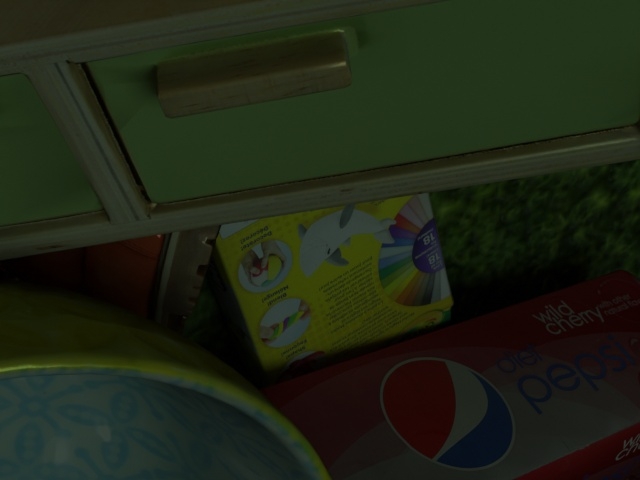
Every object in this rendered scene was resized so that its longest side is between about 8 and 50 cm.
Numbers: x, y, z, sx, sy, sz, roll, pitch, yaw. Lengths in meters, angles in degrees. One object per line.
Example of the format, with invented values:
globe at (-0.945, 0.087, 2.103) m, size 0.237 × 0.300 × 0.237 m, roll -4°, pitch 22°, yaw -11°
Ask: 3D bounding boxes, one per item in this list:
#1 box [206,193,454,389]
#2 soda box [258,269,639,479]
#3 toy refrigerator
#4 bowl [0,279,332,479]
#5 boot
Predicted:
box at (0.000, 0.000, 0.569) m, size 0.105 × 0.043 × 0.179 m, roll -30°, pitch 130°, yaw -16°
soda box at (0.080, 0.097, 0.621) m, size 0.263 × 0.092 × 0.083 m, roll -15°, pitch 142°, yaw -36°
toy refrigerator at (-0.035, -0.061, 0.363) m, size 0.269 × 0.094 × 0.102 m, roll -8°, pitch 150°, yaw 4°
bowl at (-0.152, 0.117, 0.460) m, size 0.289 × 0.156 × 0.289 m, roll -17°, pitch 129°, yaw -22°
boot at (-0.089, 0.013, 0.501) m, size 0.084 × 0.059 × 0.158 m, roll 17°, pitch 144°, yaw -5°
